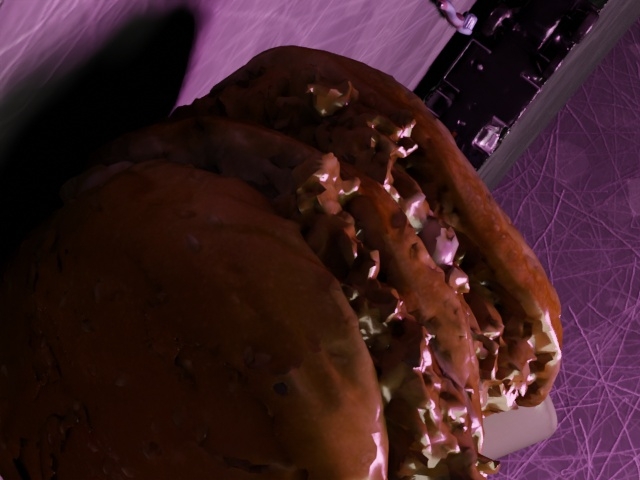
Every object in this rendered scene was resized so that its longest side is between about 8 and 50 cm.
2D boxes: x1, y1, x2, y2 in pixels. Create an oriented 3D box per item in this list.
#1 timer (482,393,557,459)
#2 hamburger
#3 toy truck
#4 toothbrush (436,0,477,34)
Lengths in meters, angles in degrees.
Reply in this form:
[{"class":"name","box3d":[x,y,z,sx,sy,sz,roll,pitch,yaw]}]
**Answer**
[{"class":"timer","box3d":[0.026,0.139,1.423,0.315,0.291,0.291,-30,171,-2]},{"class":"hamburger","box3d":[-0.018,0.049,0.638,0.211,0.260,0.245,-37,146,-42]},{"class":"toy truck","box3d":[0.160,-0.151,1.283,0.259,0.088,0.121,-53,179,19]},{"class":"toothbrush","box3d":[0.107,-0.177,1.143,0.019,0.013,0.193,-58,171,10]}]
